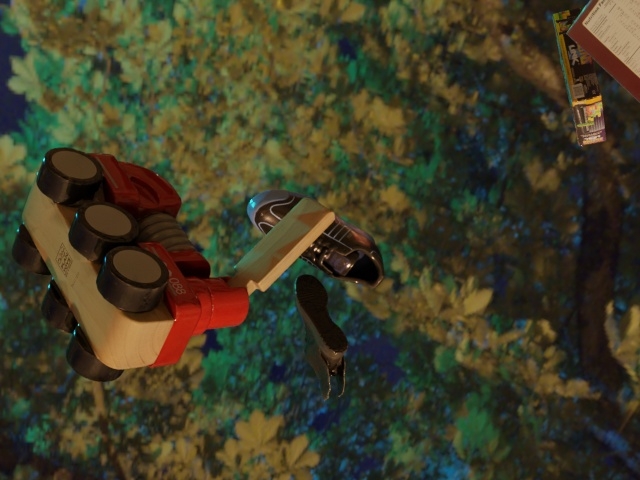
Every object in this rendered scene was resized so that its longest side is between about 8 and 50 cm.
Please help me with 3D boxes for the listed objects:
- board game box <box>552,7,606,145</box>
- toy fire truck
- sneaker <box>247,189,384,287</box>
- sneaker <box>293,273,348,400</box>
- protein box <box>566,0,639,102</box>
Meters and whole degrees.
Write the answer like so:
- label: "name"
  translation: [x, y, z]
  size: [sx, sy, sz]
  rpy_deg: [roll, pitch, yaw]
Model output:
- label: "board game box"
  translation: [0.414, -0.259, 1.621]
  size: [0.048, 0.141, 0.170]
  rpy_deg: [-12, -116, 15]
- label: "toy fire truck"
  translation: [-0.135, 0.001, 0.976]
  size: [0.246, 0.158, 0.217]
  rpy_deg: [-2, -138, -42]
- label: "sneaker"
  translation: [0.000, 0.000, 1.512]
  size: [0.232, 0.081, 0.090]
  rpy_deg: [22, -155, -26]
- label: "sneaker"
  translation: [-0.004, 0.140, 1.485]
  size: [0.051, 0.089, 0.170]
  rpy_deg: [-12, -123, -25]
- label: "protein box"
  translation: [0.440, -0.247, 1.187]
  size: [0.199, 0.136, 0.201]
  rpy_deg: [-28, -110, -41]
